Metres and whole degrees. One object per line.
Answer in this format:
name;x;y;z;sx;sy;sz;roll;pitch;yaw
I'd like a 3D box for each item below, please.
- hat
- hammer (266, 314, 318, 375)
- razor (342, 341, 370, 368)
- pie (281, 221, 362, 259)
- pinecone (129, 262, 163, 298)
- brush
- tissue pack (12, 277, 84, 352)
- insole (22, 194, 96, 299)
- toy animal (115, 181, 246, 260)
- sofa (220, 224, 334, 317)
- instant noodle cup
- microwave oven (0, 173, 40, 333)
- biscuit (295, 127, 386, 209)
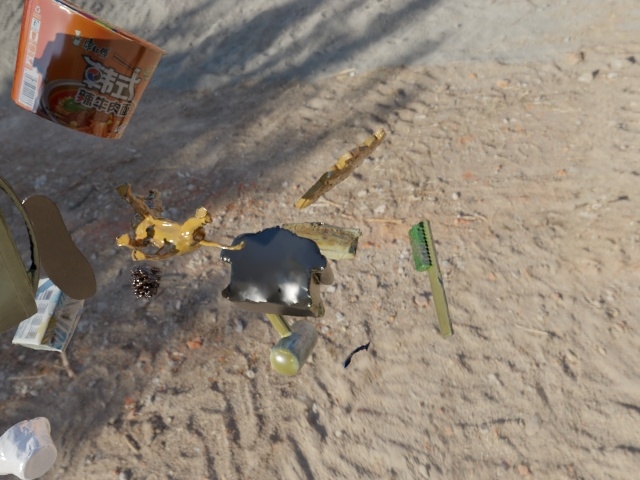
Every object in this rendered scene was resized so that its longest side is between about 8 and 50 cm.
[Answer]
hat;-0.962;0.709;1.533;0.126;0.203;0.203;23;59;28
hammer;-0.128;0.258;1.465;0.113;0.306;0.202;-23;13;27
razor;0.118;0.396;1.597;0.028;0.044;0.154;31;37;28
pie;0.000;0.000;1.558;0.282;0.068;0.129;4;61;14
pinecone;-0.403;0.093;1.064;0.077;0.077;0.084;14;99;30
brush;0.253;0.085;1.066;0.048;0.054;0.283;-4;67;-10
tissue pack;-0.903;0.260;1.583;0.159;0.145;0.230;-5;61;28
insole;-0.665;0.029;1.177;0.111;0.328;0.007;-14;35;-12
toy animal;-0.230;-0.009;0.756;0.255;0.116;0.114;19;89;21
sofa;-0.099;0.082;1.150;0.258;0.200;0.182;4;71;10
instant noodle cup;-0.440;-0.319;0.859;0.250;0.250;0.192;38;107;40
microwave oven;-0.616;-0.016;0.617;0.247;0.395;0.333;34;47;21
biscuit;0.043;-0.146;0.980;0.250;0.162;0.035;-38;84;18
